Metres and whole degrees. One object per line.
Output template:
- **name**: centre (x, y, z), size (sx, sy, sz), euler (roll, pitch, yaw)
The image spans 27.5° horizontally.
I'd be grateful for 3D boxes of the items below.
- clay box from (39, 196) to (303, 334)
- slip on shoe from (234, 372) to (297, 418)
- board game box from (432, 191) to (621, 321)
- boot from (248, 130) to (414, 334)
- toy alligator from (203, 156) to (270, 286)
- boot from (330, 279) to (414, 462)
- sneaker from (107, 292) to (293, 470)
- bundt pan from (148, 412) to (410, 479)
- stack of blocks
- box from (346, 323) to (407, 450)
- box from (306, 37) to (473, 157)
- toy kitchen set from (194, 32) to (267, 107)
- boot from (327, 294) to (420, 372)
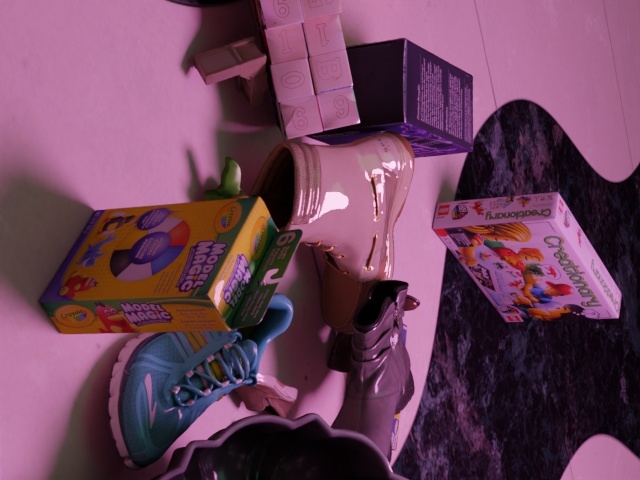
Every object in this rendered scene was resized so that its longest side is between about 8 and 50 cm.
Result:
- **clay box**: centre (-0.135, 0.023, 1.198), size (0.053, 0.222, 0.127), euler (61, 38, -36)
- **slip on shoe**: centre (-0.071, 0.171, 1.465), size (0.135, 0.051, 0.041), euler (36, 67, -60)
- **board game box**: centre (0.322, 0.032, 2.004), size (0.305, 0.193, 0.053), euler (47, 47, -46)
- **boot**: centre (0.000, 0.000, 1.547), size (0.203, 0.095, 0.261), euler (-8, 121, -44)
- **toy alligator**: centre (-0.095, -0.001, 1.448), size (0.051, 0.056, 0.189), euler (-21, 119, -13)
- **boot**: centre (0.049, 0.158, 1.514), size (0.246, 0.084, 0.161), euler (-59, 149, -55)
- **sneaker**: centre (-0.121, 0.124, 1.321), size (0.275, 0.110, 0.107), euler (-51, 129, -49)
- **bundt pan**: centre (-0.059, 0.330, 1.284), size (0.331, 0.124, 0.330), euler (2, 85, -23)
- **stack of blocks**: centre (-0.030, -0.270, 1.467), size (0.171, 0.087, 0.297), euler (-117, -165, -77)
- **box**: centre (0.071, 0.184, 1.695), size (0.059, 0.054, 0.168), euler (32, 59, -54)
- **box**: centre (0.087, -0.175, 1.673), size (0.207, 0.153, 0.108), euler (12, 77, -58)
- **toy kitchen set**: centre (-0.108, -0.193, 1.470), size (0.068, 0.075, 0.083), euler (59, -20, 27)
- **boot**: centre (0.067, 0.120, 1.650), size (0.037, 0.106, 0.114), euler (62, 34, -52)
